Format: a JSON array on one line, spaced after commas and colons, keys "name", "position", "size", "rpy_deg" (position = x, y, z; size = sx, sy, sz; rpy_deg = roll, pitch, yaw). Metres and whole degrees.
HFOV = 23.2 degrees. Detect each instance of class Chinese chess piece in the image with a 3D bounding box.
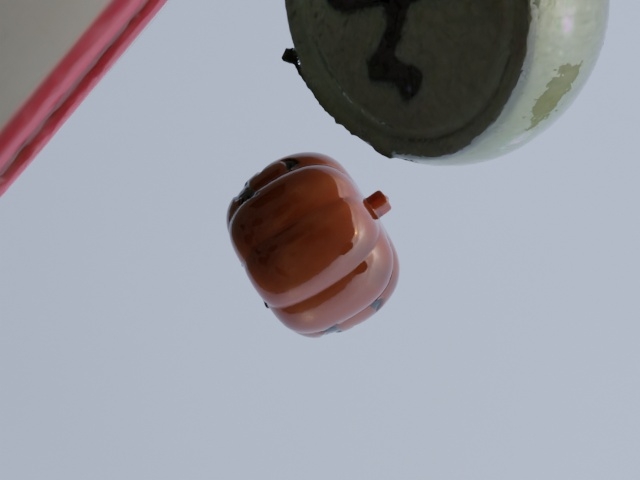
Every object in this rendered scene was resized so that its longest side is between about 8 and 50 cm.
[{"name": "Chinese chess piece", "position": [0.077, -0.158, 1.018], "size": [0.238, 0.092, 0.237], "rpy_deg": [18, -62, 38]}]

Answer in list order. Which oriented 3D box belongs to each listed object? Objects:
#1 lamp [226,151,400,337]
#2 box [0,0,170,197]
[{"name": "lamp", "position": [0.000, 0.000, 1.585], "size": [0.164, 0.187, 0.187], "rpy_deg": [-33, -133, 7]}, {"name": "box", "position": [-0.130, -0.220, 0.489], "size": [0.300, 0.314, 0.312], "rpy_deg": [-49, -167, 4]}]
